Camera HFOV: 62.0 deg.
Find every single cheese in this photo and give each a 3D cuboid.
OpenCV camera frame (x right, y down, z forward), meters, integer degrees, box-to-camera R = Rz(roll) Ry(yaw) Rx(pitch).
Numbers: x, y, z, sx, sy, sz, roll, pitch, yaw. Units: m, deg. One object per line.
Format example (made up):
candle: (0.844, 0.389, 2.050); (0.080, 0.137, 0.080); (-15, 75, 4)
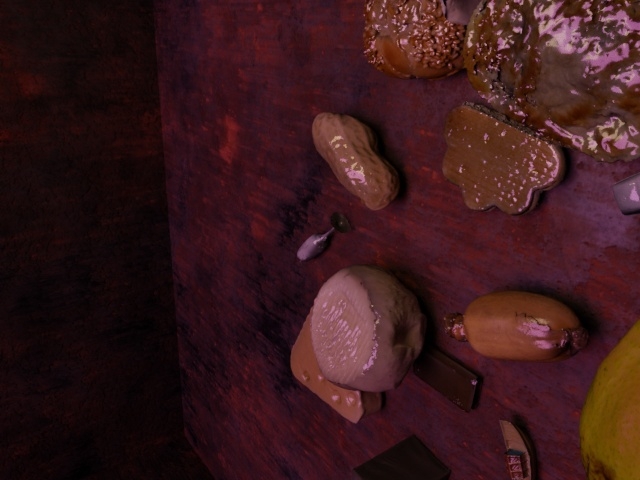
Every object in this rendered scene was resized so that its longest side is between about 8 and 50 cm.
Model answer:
cheese: (0.061, 0.394, 1.661); (0.384, 0.104, 0.383); (23, 119, 50)

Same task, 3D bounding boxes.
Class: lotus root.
lotus root: (0.399, 0.175, 1.086); (0.303, 0.131, 0.146); (-7, 97, 53)

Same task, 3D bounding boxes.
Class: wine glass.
wine glass: (0.000, 0.000, 1.645); (0.262, 0.074, 0.074); (-42, 67, 52)

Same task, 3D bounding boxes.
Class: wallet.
wallet: (0.315, 0.340, 1.349); (0.198, 0.031, 0.110); (30, 125, 47)

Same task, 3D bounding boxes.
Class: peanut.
peanut: (0.093, -0.215, 1.376); (0.313, 0.152, 0.152); (59, 142, 24)

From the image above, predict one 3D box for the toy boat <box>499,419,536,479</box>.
toy boat: (0.440, 0.482, 1.193); (0.065, 0.066, 0.172); (-11, 92, 58)

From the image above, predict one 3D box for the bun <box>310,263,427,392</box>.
bun: (0.131, 0.232, 1.407); (0.360, 0.211, 0.359); (-20, 66, 54)

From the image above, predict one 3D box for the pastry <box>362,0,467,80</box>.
pastry: (0.199, -0.466, 1.122); (0.311, 0.162, 0.255); (17, 117, 53)

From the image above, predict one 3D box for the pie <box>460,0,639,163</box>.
pie: (0.437, -0.321, 0.825); (0.418, 0.181, 0.395); (37, 130, 36)

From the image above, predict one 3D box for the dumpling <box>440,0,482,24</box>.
dumpling: (0.272, -0.544, 0.936); (0.175, 0.227, 0.243); (56, 158, 25)

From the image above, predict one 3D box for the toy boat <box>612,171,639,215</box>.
toy boat: (0.581, -0.103, 0.792); (0.261, 0.085, 0.078); (-23, 83, 44)

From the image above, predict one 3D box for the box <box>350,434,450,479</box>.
box: (0.207, 0.671, 1.440); (0.149, 0.231, 0.155); (38, 131, 42)

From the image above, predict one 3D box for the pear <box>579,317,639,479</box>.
pear: (0.553, 0.252, 0.707); (0.391, 0.391, 0.390); (24, 120, 49)

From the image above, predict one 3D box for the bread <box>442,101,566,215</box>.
bread: (0.356, -0.155, 1.097); (0.286, 0.056, 0.207); (45, 132, 37)
